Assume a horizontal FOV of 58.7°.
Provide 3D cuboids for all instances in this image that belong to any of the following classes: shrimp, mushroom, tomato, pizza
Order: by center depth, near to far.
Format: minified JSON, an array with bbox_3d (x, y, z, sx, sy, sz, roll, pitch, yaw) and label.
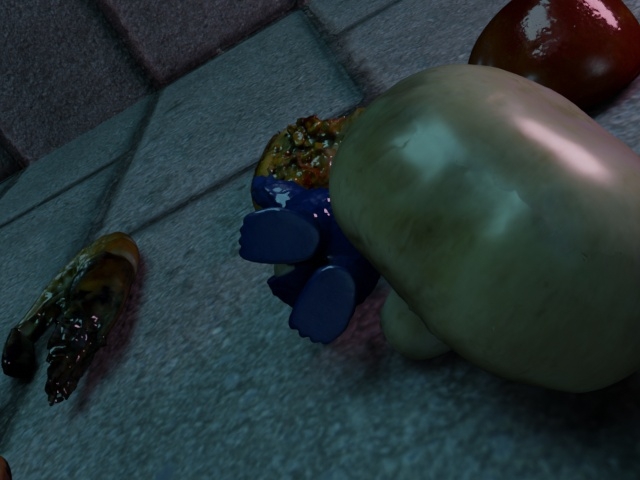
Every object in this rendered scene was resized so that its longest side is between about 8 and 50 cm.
[{"bbox_3d":[0.117,0.003,0.433,0.234,0.254,0.260,-59,9,32],"label":"mushroom"},{"bbox_3d":[0.293,-0.259,0.734,0.200,0.139,0.233,-28,28,-7],"label":"tomato"},{"bbox_3d":[-0.395,0.118,0.867,0.272,0.085,0.445,-38,26,0],"label":"shrimp"},{"bbox_3d":[-0.005,-0.124,0.880,0.288,0.074,0.251,-9,39,38],"label":"pizza"}]

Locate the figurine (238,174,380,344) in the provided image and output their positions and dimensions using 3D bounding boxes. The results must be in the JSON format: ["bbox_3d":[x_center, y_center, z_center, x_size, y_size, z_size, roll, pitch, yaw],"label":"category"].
[{"bbox_3d":[0.003,0.008,0.581,0.121,0.164,0.262,-23,16,4],"label":"figurine"}]

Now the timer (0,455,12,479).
[{"bbox_3d":[-0.366,0.320,0.453,0.250,0.161,0.257,-32,28,-16],"label":"timer"}]
